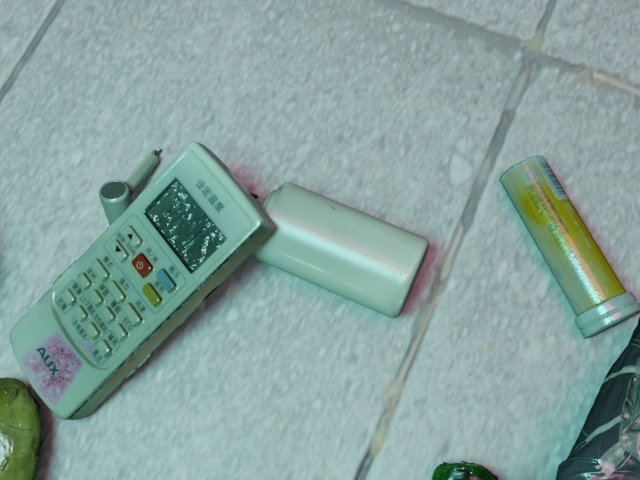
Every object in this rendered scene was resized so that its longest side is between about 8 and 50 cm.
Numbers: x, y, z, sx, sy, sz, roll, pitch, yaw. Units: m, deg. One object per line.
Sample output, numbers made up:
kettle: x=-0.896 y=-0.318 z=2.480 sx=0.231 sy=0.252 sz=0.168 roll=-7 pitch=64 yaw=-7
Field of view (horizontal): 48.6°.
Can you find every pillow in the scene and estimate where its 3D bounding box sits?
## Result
pillow: x=0.354 y=0.188 z=0.717 sx=0.161 sy=0.092 sz=0.335 roll=47 pitch=52 yaw=2

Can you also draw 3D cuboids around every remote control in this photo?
remote control: x=-0.215 y=0.051 z=0.825 sx=0.344 sy=0.050 sz=0.145 roll=-45 pitch=70 yaw=7

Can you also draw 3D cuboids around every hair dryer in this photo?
hair dryer: x=-0.240 y=-0.076 z=0.923 sx=0.037 sy=0.063 sz=0.124 roll=19 pitch=54 yaw=11

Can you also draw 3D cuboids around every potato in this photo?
potato: x=-0.368 y=0.263 z=0.791 sx=0.117 sy=0.090 sz=0.226 roll=-18 pitch=63 yaw=27

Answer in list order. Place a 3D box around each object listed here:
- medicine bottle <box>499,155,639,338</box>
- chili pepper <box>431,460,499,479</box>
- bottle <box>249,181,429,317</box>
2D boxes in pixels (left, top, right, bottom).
medicine bottle: x=0.294 y=0.004 z=0.846 sx=0.073 sy=0.074 sz=0.218 roll=-23 pitch=70 yaw=-4
chili pepper: x=0.151 y=0.351 z=0.748 sx=0.098 sy=0.061 sz=0.224 roll=9 pitch=71 yaw=0
bottle: x=0.000 y=0.000 z=0.849 sx=0.245 sy=0.104 sz=0.104 roll=24 pitch=75 yaw=11
